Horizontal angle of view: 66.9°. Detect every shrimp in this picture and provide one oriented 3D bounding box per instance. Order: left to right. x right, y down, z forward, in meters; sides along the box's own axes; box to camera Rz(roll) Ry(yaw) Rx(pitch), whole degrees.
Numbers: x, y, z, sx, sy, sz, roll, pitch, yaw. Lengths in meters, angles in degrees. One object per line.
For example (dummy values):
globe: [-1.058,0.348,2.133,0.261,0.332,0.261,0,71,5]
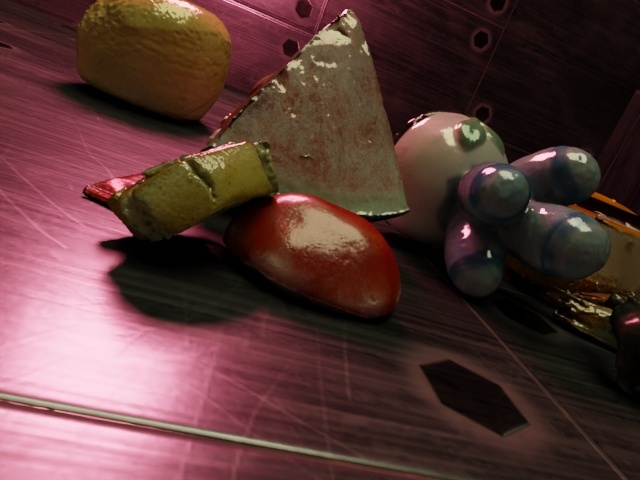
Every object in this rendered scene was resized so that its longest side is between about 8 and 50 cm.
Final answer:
shrimp: [0.424,0.112,0.705,0.216,0.051,0.115,19,34,7]

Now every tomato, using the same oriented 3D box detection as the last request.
tomato: [-0.002,0.002,0.493,0.174,0.082,0.166,14,19,-32]

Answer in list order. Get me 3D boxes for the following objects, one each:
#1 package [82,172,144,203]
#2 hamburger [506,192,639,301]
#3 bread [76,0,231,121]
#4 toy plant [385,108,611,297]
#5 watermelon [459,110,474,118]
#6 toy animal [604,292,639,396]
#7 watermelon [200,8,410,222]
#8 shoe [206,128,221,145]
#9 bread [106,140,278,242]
package: [-0.180,-0.061,0.571,0.083,0.022,0.200,24,18,6]
hamburger: [0.450,0.010,0.870,0.275,0.179,0.294,24,25,12]
bread: [-0.348,-0.405,1.047,0.320,0.238,0.320,20,13,-5]
toy plant: [0.255,-0.042,0.702,0.246,0.247,0.332,11,20,-31]
watermelon: [0.480,-0.334,1.795,0.284,0.286,0.285,20,17,-6]
toy animal: [0.415,0.140,0.526,0.146,0.115,0.245,7,22,-43]
watermelon: [0.002,-0.149,0.721,0.250,0.292,0.283,50,1,-26]
shoe: [-0.076,-0.215,0.944,0.124,0.160,0.316,30,16,22]
bread: [-0.114,-0.049,0.448,0.117,0.064,0.156,-11,14,34]
